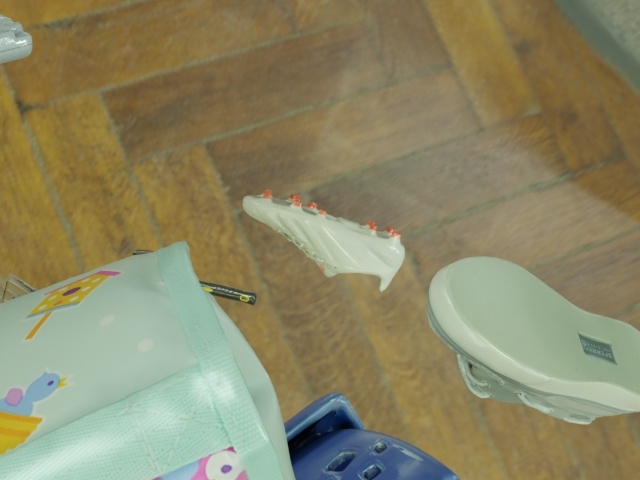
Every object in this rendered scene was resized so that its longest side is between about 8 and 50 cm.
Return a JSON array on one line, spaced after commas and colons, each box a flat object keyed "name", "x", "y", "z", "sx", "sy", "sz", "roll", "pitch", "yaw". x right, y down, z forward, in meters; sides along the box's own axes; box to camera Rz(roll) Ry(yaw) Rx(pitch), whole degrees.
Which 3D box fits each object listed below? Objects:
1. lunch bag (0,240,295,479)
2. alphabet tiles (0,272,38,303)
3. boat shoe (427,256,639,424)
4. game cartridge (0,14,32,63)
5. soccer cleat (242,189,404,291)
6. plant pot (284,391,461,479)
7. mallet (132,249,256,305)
[{"name": "lunch bag", "x": -0.116, "y": 0.105, "z": 0.463, "sx": 0.223, "sy": 0.262, "sz": 0.160, "roll": -22, "pitch": 86, "yaw": -5}, {"name": "alphabet tiles", "x": -0.159, "y": 0.056, "z": 0.783, "sx": 0.237, "sy": 0.198, "sz": 0.009, "roll": 35, "pitch": 89, "yaw": -13}, {"name": "boat shoe", "x": 0.134, "y": 0.078, "z": 0.838, "sx": 0.227, "sy": 0.081, "sz": 0.079, "roll": 23, "pitch": 47, "yaw": -40}, {"name": "game cartridge", "x": -0.544, "y": -0.275, "z": 1.707, "sx": 0.196, "sy": 0.294, "sz": 0.060, "roll": -19, "pitch": 123, "yaw": -41}, {"name": "soccer cleat", "x": 0.000, "y": 0.000, "z": 1.473, "sx": 0.196, "sy": 0.068, "sz": 0.076, "roll": 19, "pitch": 99, "yaw": -6}, {"name": "plant pot", "x": 0.010, "y": 0.287, "z": 1.091, "sx": 0.236, "sy": 0.212, "sz": 0.236, "roll": -37, "pitch": 126, "yaw": -12}, {"name": "mallet", "x": -0.184, "y": 0.070, "z": 1.825, "sx": 0.189, "sy": 0.039, "sz": 0.062, "roll": 20, "pitch": 106, "yaw": 10}]
